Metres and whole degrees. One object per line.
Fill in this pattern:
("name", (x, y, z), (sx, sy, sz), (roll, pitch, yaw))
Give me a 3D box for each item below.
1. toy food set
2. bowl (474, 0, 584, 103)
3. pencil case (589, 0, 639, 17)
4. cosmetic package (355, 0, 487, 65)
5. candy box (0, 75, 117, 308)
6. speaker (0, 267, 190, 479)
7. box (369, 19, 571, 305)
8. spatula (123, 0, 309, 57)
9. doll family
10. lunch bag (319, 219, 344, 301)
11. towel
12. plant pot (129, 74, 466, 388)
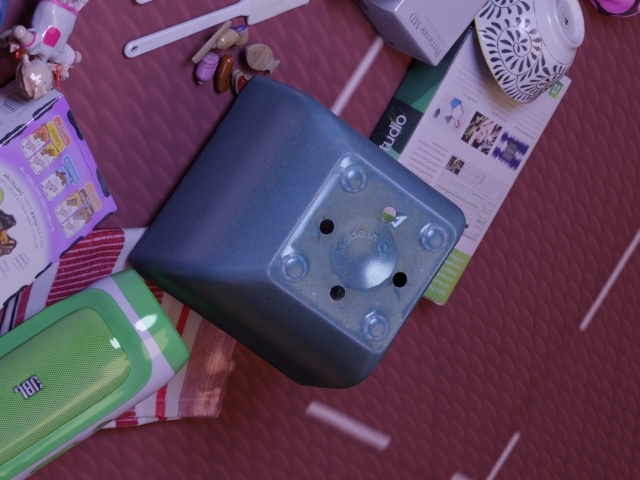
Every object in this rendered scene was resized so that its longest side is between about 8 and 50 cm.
("toy food set", (-0.094, -0.185, 2.047), (0.078, 0.019, 0.122), (-47, 151, 0))
("bowl", (0.249, -0.246, 2.261), (0.170, 0.080, 0.170), (29, 54, -51))
("pencil case", (0.346, -0.360, 2.343), (0.095, 0.098, 0.209), (-46, 140, -14))
("cosmetic package", (0.146, -0.317, 2.168), (0.231, 0.085, 0.117), (-53, 141, -7))
("candy box", (-0.307, -0.036, 1.880), (0.196, 0.070, 0.165), (-42, 139, -21))
("speaker", (-0.279, 0.151, 1.951), (0.296, 0.131, 0.131), (-34, 138, -7))
("box", (0.147, -0.097, 2.343), (0.232, 0.058, 0.322), (26, 94, -52))
("spatula", (-0.099, -0.279, 1.986), (0.242, 0.019, 0.168), (-24, 136, -34))
("doll family", (-0.312, -0.199, 1.754), (0.263, 0.118, 0.163), (10, 102, -69))
("lunch bag", (-0.008, 0.040, 2.207), (0.096, 0.129, 0.151), (22, 98, -51))
("towel", (-0.202, 0.095, 2.112), (0.329, 0.037, 0.237), (-2, 116, -46))
("plant pot", (0.000, 0.000, 1.984), (0.247, 0.252, 0.248), (36, 82, -18))
